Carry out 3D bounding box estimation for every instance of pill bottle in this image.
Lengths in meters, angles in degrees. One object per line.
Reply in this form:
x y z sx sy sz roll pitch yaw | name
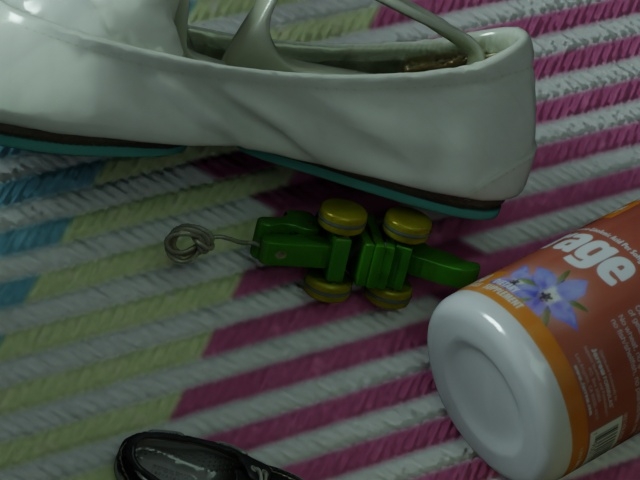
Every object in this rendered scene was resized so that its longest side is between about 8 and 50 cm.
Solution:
0.180 0.046 1.000 0.216 0.121 0.121 -26 79 -24 | pill bottle

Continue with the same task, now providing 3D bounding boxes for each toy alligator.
0.000 0.000 1.006 0.189 0.056 0.051 7 26 -13 | toy alligator

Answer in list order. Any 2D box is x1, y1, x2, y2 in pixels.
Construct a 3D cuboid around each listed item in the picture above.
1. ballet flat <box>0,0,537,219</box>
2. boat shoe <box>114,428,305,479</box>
-0.058 -0.108 0.972 0.400 0.139 0.139 9 68 -17 | ballet flat
-0.051 0.134 0.943 0.125 0.038 0.046 22 65 -8 | boat shoe
